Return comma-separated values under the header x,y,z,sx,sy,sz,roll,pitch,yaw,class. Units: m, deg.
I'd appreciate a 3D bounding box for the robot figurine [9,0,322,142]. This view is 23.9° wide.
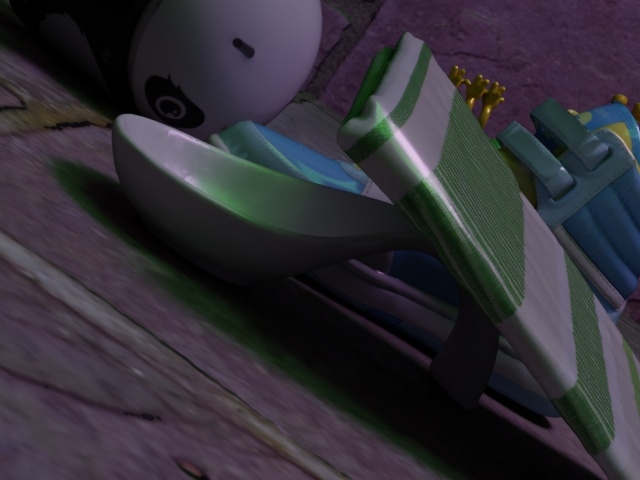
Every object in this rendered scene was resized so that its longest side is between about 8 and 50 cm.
x,y,z,sx,sy,sz,roll,pitch,yaw,class
-0.127,-0.188,1.142,0.278,0.173,0.209,39,44,27,robot figurine

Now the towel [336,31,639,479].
x,y,z,sx,sy,sz,roll,pitch,yaw,class
0.121,0.039,0.853,0.325,0.038,0.248,55,15,-9,towel

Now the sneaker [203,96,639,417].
x,y,z,sx,sy,sz,roll,pitch,yaw,class
0.091,-0.040,1.017,0.319,0.208,0.127,31,9,-19,sneaker

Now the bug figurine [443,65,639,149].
x,y,z,sx,sy,sz,roll,pitch,yaw,class
0.139,-0.011,1.172,0.216,0.279,0.072,22,49,-6,bug figurine

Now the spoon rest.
x,y,z,sx,sy,sz,roll,pitch,yaw,class
0.000,0.000,0.860,0.276,0.084,0.137,31,9,-30,spoon rest
